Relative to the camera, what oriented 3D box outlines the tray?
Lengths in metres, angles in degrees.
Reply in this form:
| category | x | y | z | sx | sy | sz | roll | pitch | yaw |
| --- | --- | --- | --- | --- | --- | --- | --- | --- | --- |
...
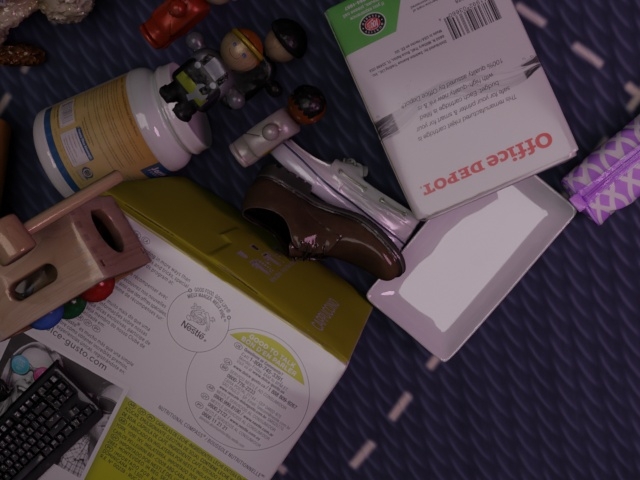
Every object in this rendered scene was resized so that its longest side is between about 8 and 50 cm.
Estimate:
| category | x | y | z | sx | sy | sz | roll | pitch | yaw |
| --- | --- | --- | --- | --- | --- | --- | --- | --- | --- |
| tray | 0.199 | 0.017 | 1.149 | 0.145 | 0.030 | 0.270 | 40 | 95 | 0 |

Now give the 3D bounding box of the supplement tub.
| category | x | y | z | sx | sy | sz | roll | pitch | yaw |
| --- | --- | --- | --- | --- | --- | --- | --- | --- | --- |
| supplement tub | -0.260 | -0.143 | 1.145 | 0.200 | 0.144 | 0.144 | -21 | 94 | 10 |

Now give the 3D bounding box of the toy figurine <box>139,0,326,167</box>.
| category | x | y | z | sx | sy | sz | roll | pitch | yaw |
| --- | --- | --- | --- | --- | --- | --- | --- | --- | --- |
| toy figurine | -0.099 | -0.219 | 1.065 | 0.148 | 0.213 | 0.209 | -35 | 48 | 16 |

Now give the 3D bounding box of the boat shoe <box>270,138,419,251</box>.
| category | x | y | z | sx | sy | sz | roll | pitch | yaw |
| --- | --- | --- | --- | --- | --- | --- | --- | --- | --- |
| boat shoe | 0.035 | -0.074 | 1.155 | 0.226 | 0.083 | 0.075 | 39 | 91 | -11 |

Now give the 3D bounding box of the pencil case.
| category | x | y | z | sx | sy | sz | roll | pitch | yaw |
| --- | --- | --- | --- | --- | --- | --- | --- | --- | --- |
| pencil case | 0.404 | -0.107 | 1.086 | 0.206 | 0.088 | 0.086 | -42 | 88 | 12 |

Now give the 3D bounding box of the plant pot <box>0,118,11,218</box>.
| category | x | y | z | sx | sy | sz | roll | pitch | yaw |
| --- | --- | --- | --- | --- | --- | --- | --- | --- | --- |
| plant pot | -0.517 | -0.093 | 1.174 | 0.205 | 0.205 | 0.187 | 18 | 84 | 5 |

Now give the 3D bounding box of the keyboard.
| category | x | y | z | sx | sy | sz | roll | pitch | yaw |
| --- | --- | --- | --- | --- | --- | --- | --- | --- | --- |
| keyboard | -0.327 | 0.204 | 0.919 | 0.180 | 0.023 | 0.108 | -43 | 89 | 10 |

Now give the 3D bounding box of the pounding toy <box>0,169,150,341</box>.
| category | x | y | z | sx | sy | sz | roll | pitch | yaw |
| --- | --- | --- | --- | --- | --- | --- | --- | --- | --- |
| pounding toy | -0.235 | 0.019 | 0.792 | 0.181 | 0.206 | 0.094 | -30 | 91 | 9 |

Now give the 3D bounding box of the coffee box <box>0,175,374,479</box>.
| category | x | y | z | sx | sy | sz | roll | pitch | yaw |
| --- | --- | --- | --- | --- | --- | --- | --- | --- | --- |
| coffee box | -0.167 | 0.147 | 1.072 | 0.338 | 0.337 | 0.334 | 34 | 100 | 3 |

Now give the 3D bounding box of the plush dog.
| category | x | y | z | sx | sy | sz | roll | pitch | yaw |
| --- | --- | --- | --- | --- | --- | --- | --- | --- | --- |
| plush dog | -0.459 | -0.330 | 1.127 | 0.262 | 0.210 | 0.225 | 46 | 143 | -3 |

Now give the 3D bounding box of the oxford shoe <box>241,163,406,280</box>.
| category | x | y | z | sx | sy | sz | roll | pitch | yaw |
| --- | --- | --- | --- | --- | --- | --- | --- | --- | --- |
| oxford shoe | 0.000 | 0.000 | 1.098 | 0.227 | 0.082 | 0.096 | 28 | 58 | 4 |

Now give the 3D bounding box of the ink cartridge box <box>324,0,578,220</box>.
| category | x | y | z | sx | sy | sz | roll | pitch | yaw |
| --- | --- | --- | --- | --- | --- | --- | --- | --- | --- |
| ink cartridge box | 0.163 | -0.190 | 1.074 | 0.211 | 0.121 | 0.289 | -23 | 86 | 10 |
